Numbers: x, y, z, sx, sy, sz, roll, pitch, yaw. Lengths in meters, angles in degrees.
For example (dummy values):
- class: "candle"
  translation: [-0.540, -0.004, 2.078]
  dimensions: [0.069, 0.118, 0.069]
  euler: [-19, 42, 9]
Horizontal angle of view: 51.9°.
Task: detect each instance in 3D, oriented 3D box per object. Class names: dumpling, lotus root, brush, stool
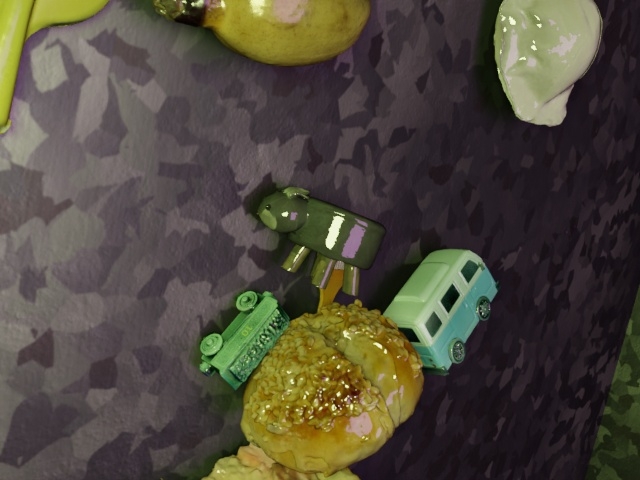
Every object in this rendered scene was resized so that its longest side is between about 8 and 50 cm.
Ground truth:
- class: "dumpling"
  translation: [0.478, -0.433, 1.408]
  dimensions: [0.260, 0.181, 0.341]
  euler: [-10, 133, -33]
- class: "lotus root"
  translation: [-0.072, -0.323, 0.890]
  dimensions: [0.310, 0.183, 0.183]
  euler: [-16, 115, -36]
- class: "brush"
  translation: [0.005, 0.134, 1.243]
  dimensions: [0.103, 0.013, 0.272]
  euler: [8, 99, -46]
- class: "stool"
  translation: [-0.002, -0.001, 1.111]
  dimensions: [0.228, 0.153, 0.139]
  euler: [21, 92, -4]

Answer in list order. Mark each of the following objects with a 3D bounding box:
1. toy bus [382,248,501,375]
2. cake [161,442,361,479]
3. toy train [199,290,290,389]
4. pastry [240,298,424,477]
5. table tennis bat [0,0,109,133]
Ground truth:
- class: "toy bus"
  translation: [0.249, 0.130, 1.372]
  dimensions: [0.271, 0.133, 0.165]
  euler: [-48, 118, -34]
- class: "cake"
  translation: [-0.073, 0.532, 1.094]
  dimensions: [0.307, 0.314, 0.293]
  euler: [-20, 119, -41]
- class: "toy train"
  translation: [-0.120, 0.156, 1.064]
  dimensions: [0.172, 0.099, 0.070]
  euler: [-50, 135, -20]
- class: "pastry"
  translation: [0.013, 0.223, 1.084]
  dimensions: [0.315, 0.284, 0.184]
  euler: [-32, 127, -24]
- class: "table tennis bat"
  translation: [-0.333, -0.298, 0.736]
  dimensions: [0.224, 0.054, 0.369]
  euler: [15, 89, -47]
